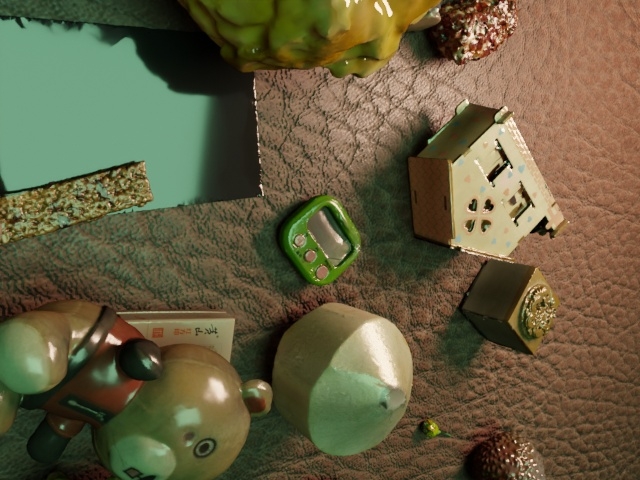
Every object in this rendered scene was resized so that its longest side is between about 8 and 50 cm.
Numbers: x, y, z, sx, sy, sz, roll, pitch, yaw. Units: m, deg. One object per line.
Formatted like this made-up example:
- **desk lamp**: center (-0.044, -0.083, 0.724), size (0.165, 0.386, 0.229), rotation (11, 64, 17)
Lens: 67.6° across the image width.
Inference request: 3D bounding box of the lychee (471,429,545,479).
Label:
- **lychee**: center (0.437, 0.546, 1.115), size (0.165, 0.165, 0.197), rotation (49, 52, -29)

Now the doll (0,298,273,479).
- **doll**: center (-0.232, 0.180, 0.561), size (0.235, 0.174, 0.330), rotation (-41, 119, 14)

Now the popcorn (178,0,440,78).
- **popcorn**: center (-0.013, -0.392, 0.579), size (0.344, 0.390, 0.354), rotation (100, 12, -51)

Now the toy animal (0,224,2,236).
- **toy animal**: center (-0.446, 0.019, 0.446), size (0.226, 0.188, 0.358), rotation (23, 85, -37)

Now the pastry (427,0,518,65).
- **pastry**: center (0.299, -0.409, 0.909), size (0.208, 0.097, 0.115), rotation (-28, 129, -28)

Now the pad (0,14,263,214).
- **pad**: center (-0.252, -0.163, 0.649), size (0.367, 0.007, 0.247), rotation (-11, 103, -31)

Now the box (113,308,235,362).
- **box**: center (-0.232, 0.171, 0.685), size (0.201, 0.058, 0.141), rotation (3, 96, -32)

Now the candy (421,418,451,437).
- **candy**: center (0.265, 0.426, 1.069), size (0.123, 0.035, 0.035), rotation (33, 90, -41)

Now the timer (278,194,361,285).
- **timer**: center (0.000, 0.000, 0.813), size (0.128, 0.047, 0.140), rotation (-43, 118, -18)

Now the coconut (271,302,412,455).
- **coconut**: center (0.040, 0.223, 0.771), size (0.241, 0.241, 0.241), rotation (-6, 101, -32)

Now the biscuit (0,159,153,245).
- **biscuit**: center (-0.315, -0.049, 0.602), size (0.199, 0.034, 0.064), rotation (-20, 108, -28)

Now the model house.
- **model house**: center (0.299, -0.072, 0.936), size (0.244, 0.169, 0.326), rotation (-46, 117, -10)

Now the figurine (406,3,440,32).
- **figurine**: center (0.214, -0.532, 0.668), size (0.266, 0.377, 0.361), rotation (-9, 101, -31)

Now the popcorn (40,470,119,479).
- **popcorn**: center (-0.295, 0.379, 0.623), size (0.168, 0.173, 0.195), rotation (-43, 102, -18)

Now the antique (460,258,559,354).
- **antique**: center (0.423, 0.146, 1.050), size (0.147, 0.148, 0.152), rotation (44, 72, -32)
